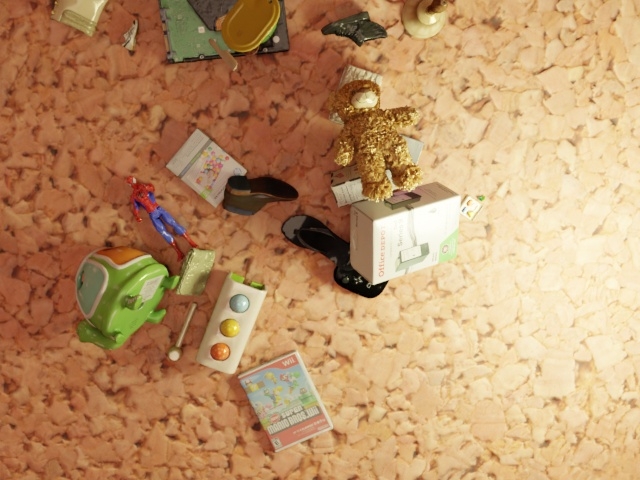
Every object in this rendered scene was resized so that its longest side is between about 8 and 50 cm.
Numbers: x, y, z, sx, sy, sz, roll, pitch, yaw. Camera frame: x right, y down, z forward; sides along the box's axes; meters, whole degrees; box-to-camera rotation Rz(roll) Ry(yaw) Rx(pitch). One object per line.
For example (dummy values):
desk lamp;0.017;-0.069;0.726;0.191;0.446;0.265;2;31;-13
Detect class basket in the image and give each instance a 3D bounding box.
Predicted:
basket;0.101;-0.398;1.836;0.113;0.103;0.167;17;101;-5

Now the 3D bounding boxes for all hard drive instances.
hard drive;-0.264;-0.619;1.793;0.339;0.064;0.236;-8;102;-2
hard drive;0.223;-0.262;1.911;0.135;0.022;0.094;18;101;-6

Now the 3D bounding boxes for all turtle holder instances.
turtle holder;-0.574;0.157;1.874;0.227;0.243;0.320;36;139;12

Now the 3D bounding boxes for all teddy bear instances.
teddy bear;0.142;-0.268;1.706;0.245;0.113;0.337;-5;85;7

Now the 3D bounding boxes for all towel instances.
towel;-0.364;0.094;1.920;0.027;0.110;0.148;24;99;32

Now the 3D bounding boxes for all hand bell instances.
hand bell;0.297;-0.609;1.731;0.126;0.242;0.126;-1;102;-3

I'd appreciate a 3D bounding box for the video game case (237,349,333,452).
video game case;-0.108;0.504;2.052;0.204;0.025;0.285;-24;101;2

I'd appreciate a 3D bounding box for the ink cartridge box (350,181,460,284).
ink cartridge box;0.236;-0.022;1.836;0.289;0.121;0.211;-17;123;-22

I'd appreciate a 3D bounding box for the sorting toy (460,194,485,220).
sorting toy;0.455;-0.107;1.959;0.062;0.012;0.083;33;98;-8

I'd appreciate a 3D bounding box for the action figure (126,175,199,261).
action figure;-0.465;-0.066;1.865;0.091;0.139;0.280;-36;99;3

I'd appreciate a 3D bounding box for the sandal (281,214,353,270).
sandal;0.001;0.000;1.908;0.255;0.054;0.097;27;99;12

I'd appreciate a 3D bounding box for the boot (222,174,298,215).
boot;-0.179;-0.125;1.903;0.219;0.082;0.106;8;139;-24

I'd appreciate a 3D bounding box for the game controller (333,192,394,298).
game controller;0.170;0.015;1.944;0.167;0.067;0.319;27;100;-8

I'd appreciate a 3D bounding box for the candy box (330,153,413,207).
candy box;0.148;-0.177;1.840;0.234;0.159;0.071;-16;109;8

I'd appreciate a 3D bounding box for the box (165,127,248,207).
box;-0.327;-0.208;1.888;0.186;0.038;0.145;41;97;-11

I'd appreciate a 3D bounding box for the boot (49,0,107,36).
boot;-0.687;-0.687;1.746;0.262;0.095;0.203;28;100;-12

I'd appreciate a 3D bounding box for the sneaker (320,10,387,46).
sneaker;0.094;-0.577;1.825;0.170;0.051;0.089;-21;97;-2

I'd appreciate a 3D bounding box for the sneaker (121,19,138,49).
sneaker;-0.525;-0.569;1.806;0.037;0.032;0.083;16;100;-6

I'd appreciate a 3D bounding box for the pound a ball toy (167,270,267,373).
pound a ball toy;-0.309;0.252;1.934;0.208;0.136;0.319;22;99;-7

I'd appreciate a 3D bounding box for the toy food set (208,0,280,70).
toy food set;-0.190;-0.560;1.750;0.128;0.071;0.218;43;95;14
